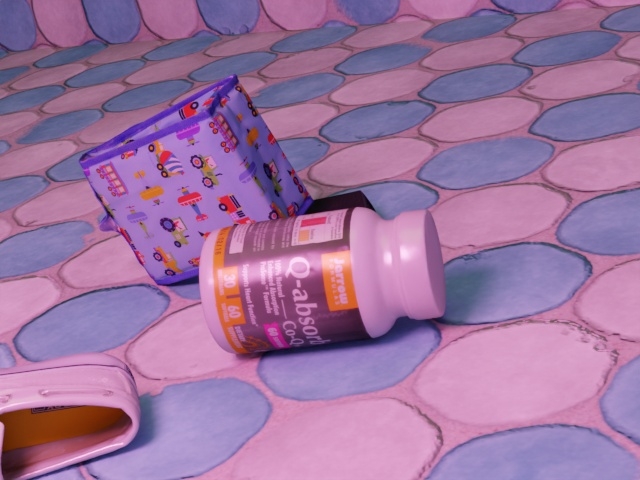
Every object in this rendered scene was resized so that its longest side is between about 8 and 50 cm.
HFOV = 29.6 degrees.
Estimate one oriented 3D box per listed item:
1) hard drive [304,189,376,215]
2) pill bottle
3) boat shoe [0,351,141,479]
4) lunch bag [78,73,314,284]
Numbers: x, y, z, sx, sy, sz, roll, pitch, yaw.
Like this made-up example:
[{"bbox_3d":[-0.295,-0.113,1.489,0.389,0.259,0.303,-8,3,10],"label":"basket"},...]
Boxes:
[{"bbox_3d":[0.000,0.000,1.738,0.172,0.054,0.254,-11,22,8],"label":"hard drive"},{"bbox_3d":[0.005,0.046,1.483,0.278,0.162,0.162,-8,22,14],"label":"pill bottle"},{"bbox_3d":[-0.374,0.230,1.328,0.367,0.136,0.156,-9,23,-15],"label":"boat shoe"},{"bbox_3d":[-0.197,-0.063,1.711,0.293,0.221,0.138,-22,21,26],"label":"lunch bag"}]
